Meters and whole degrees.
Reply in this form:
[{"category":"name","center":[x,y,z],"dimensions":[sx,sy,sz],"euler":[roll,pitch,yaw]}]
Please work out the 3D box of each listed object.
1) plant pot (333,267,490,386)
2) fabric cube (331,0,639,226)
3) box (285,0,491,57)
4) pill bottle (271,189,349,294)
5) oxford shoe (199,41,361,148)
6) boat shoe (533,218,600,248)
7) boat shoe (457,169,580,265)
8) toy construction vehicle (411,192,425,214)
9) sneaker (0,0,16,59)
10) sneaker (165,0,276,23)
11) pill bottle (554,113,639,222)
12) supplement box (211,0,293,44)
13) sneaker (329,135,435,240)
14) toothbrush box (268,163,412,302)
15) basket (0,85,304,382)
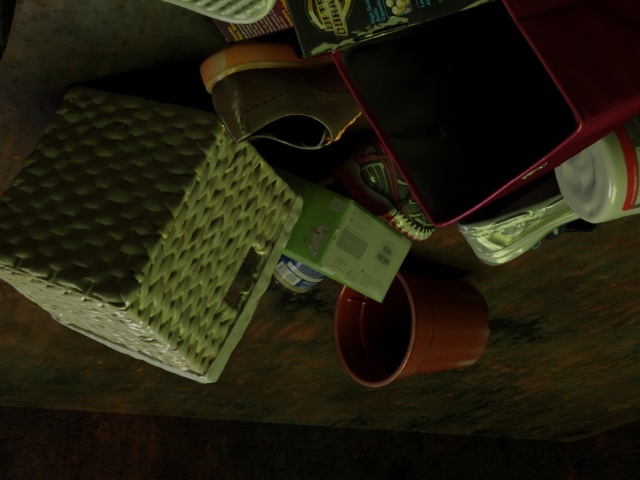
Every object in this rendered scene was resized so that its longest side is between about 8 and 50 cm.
[{"category":"plant pot","center":[0.216,0.184,2.079],"dimensions":[0.265,0.272,0.272],"euler":[5,155,-36]},{"category":"fabric cube","center":[0.223,-0.206,1.091],"dimensions":[0.258,0.259,0.254],"euler":[-24,171,-39]},{"category":"box","center":[0.079,-0.349,0.849],"dimensions":[0.293,0.073,0.295],"euler":[-16,111,11]},{"category":"pill bottle","center":[0.000,0.000,1.762],"dimensions":[0.123,0.123,0.219],"euler":[18,135,-39]},{"category":"oxford shoe","center":[0.005,-0.187,1.300],"dimensions":[0.364,0.132,0.130],"euler":[-8,165,-36]},{"category":"boat shoe","center":[0.421,-0.047,1.706],"dimensions":[0.258,0.089,0.109],"euler":[-10,153,-29]},{"category":"boat shoe","center":[0.376,-0.088,1.562],"dimensions":[0.320,0.118,0.103],"euler":[-36,128,8]},{"category":"toy construction vehicle","center":[0.198,-0.082,1.586],"dimensions":[0.098,0.035,0.086],"euler":[-30,137,-11]},{"category":"sneaker","center":[-0.433,-0.311,1.094],"dimensions":[0.130,0.109,0.286],"euler":[5,146,-4]},{"category":"sneaker","center":[-0.185,-0.337,1.025],"dimensions":[0.321,0.127,0.126],"euler":[23,130,-1]},{"category":"pill bottle","center":[0.536,-0.143,1.439],"dimensions":[0.318,0.176,0.176],"euler":[-13,158,-13]},{"category":"supplement box","center":[-0.046,-0.317,1.131],"dimensions":[0.188,0.081,0.104],"euler":[-11,155,16]},{"category":"sneaker","center":[0.143,-0.087,1.633],"dimensions":[0.112,0.121,0.299],"euler":[-46,150,13]},{"category":"toothbrush box","center":[-0.024,-0.025,1.563],"dimensions":[0.283,0.122,0.206],"euler":[23,175,39]},{"category":"basket","center":[-0.262,-0.019,1.374],"dimensions":[0.331,0.328,0.266],"euler":[16,160,30]}]
